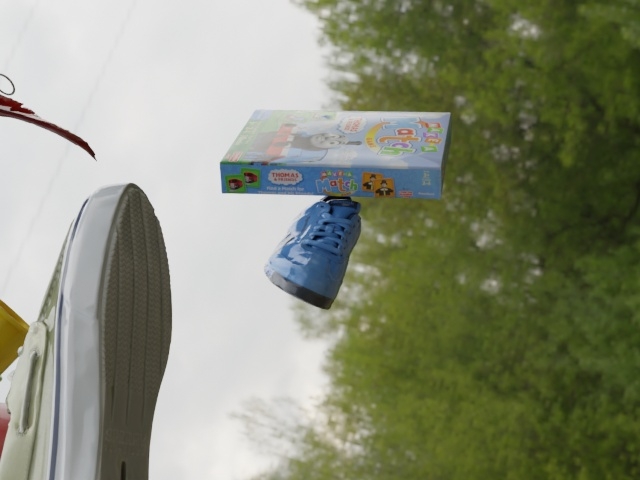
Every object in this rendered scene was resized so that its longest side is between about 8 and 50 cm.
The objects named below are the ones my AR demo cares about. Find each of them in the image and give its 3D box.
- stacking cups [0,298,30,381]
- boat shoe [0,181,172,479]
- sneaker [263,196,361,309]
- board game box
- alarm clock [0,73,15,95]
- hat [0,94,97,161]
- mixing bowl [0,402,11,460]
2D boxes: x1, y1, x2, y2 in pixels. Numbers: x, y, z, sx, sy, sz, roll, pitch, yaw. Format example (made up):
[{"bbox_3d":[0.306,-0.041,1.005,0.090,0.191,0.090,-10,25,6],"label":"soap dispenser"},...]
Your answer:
[{"bbox_3d":[-0.462,0.195,1.265,0.316,0.096,0.096,-46,-24,-11],"label":"stacking cups"},{"bbox_3d":[-0.166,0.104,0.745,0.109,0.094,0.302,49,-140,-62],"label":"boat shoe"},{"bbox_3d":[0.000,0.000,1.034,0.082,0.069,0.209,-60,3,15],"label":"sneaker"},{"bbox_3d":[0.021,-0.089,1.123,0.160,0.212,0.039,-69,-20,-63],"label":"board game box"},{"bbox_3d":[-0.552,-0.249,1.745,0.064,0.192,0.129,-55,-35,-44],"label":"alarm clock"},{"bbox_3d":[-0.335,-0.130,0.917,0.183,0.209,0.173,65,-177,30],"label":"hat"},{"bbox_3d":[-0.215,0.197,0.838,0.181,0.098,0.181,-13,-90,-86],"label":"mixing bowl"}]
